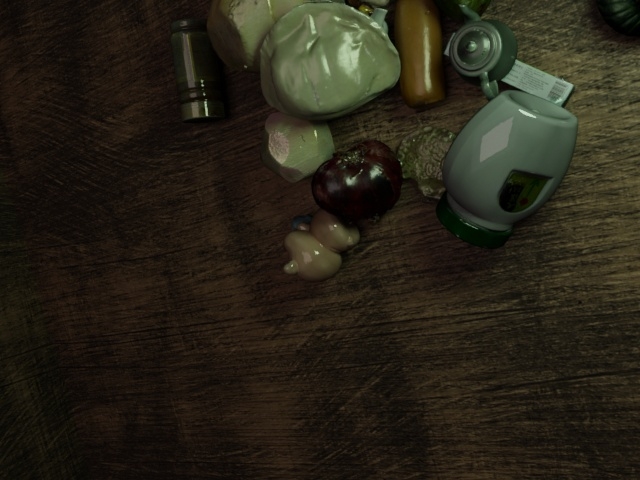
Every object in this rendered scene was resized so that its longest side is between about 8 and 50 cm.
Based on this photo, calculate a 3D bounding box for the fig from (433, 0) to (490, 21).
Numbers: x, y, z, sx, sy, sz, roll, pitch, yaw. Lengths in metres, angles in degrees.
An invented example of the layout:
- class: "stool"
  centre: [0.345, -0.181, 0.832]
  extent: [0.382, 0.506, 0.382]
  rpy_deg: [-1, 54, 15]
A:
- class: "fig"
  centre: [0.312, -0.664, 1.336]
  extent: [0.235, 0.203, 0.203]
  rpy_deg: [2, 104, -11]

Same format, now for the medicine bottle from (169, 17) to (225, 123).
- class: "medicine bottle"
  centre: [-0.421, -0.574, 1.824]
  extent: [0.151, 0.151, 0.323]
  rpy_deg: [-2, 98, 29]

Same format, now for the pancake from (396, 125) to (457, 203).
- class: "pancake"
  centre: [0.326, -0.220, 1.548]
  extent: [0.212, 0.029, 0.235]
  rpy_deg: [-38, 80, 29]

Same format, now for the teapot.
- class: "teapot"
  centre: [0.388, -0.455, 1.302]
  extent: [0.162, 0.149, 0.240]
  rpy_deg: [-14, 93, 30]

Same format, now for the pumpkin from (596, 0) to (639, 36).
- class: "pumpkin"
  centre: [0.731, -0.564, 1.156]
  extent: [0.249, 0.216, 0.250]
  rpy_deg: [22, 143, 18]

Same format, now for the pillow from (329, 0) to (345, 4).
- class: "pillow"
  centre: [0.010, -0.768, 1.582]
  extent: [0.148, 0.050, 0.230]
  rpy_deg: [-16, 90, 58]

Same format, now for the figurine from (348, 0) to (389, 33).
- class: "figurine"
  centre: [0.137, -0.667, 1.501]
  extent: [0.189, 0.142, 0.264]
  rpy_deg: [41, 125, 54]

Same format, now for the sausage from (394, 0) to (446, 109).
- class: "sausage"
  centre: [0.270, -0.548, 1.471]
  extent: [0.134, 0.116, 0.354]
  rpy_deg: [-5, 94, 41]

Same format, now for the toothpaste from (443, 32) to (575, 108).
- class: "toothpaste"
  centre: [0.486, -0.442, 1.385]
  extent: [0.336, 0.081, 0.067]
  rpy_deg: [34, 114, 20]

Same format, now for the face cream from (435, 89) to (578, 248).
- class: "face cream"
  centre: [0.457, -0.178, 1.341]
  extent: [0.220, 0.312, 0.357]
  rpy_deg: [-107, 30, -48]

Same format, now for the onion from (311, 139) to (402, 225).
- class: "onion"
  centre: [0.105, -0.166, 1.543]
  extent: [0.221, 0.280, 0.281]
  rpy_deg: [47, 121, 41]

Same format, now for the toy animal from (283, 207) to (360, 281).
- class: "toy animal"
  centre: [0.013, 0.010, 1.675]
  extent: [0.221, 0.210, 0.230]
  rpy_deg: [-16, 65, 32]

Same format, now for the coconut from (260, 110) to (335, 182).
- class: "coconut"
  centre: [-0.080, -0.293, 1.635]
  extent: [0.230, 0.227, 0.227]
  rpy_deg: [-18, 91, 0]

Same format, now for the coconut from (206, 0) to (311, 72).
- class: "coconut"
  centre: [-0.162, -0.676, 1.571]
  extent: [0.352, 0.352, 0.353]
  rpy_deg: [6, 103, 28]

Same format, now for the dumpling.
- class: "dumpling"
  centre: [0.015, -0.481, 1.434]
  extent: [0.394, 0.233, 0.316]
  rpy_deg: [-1, 138, 10]
